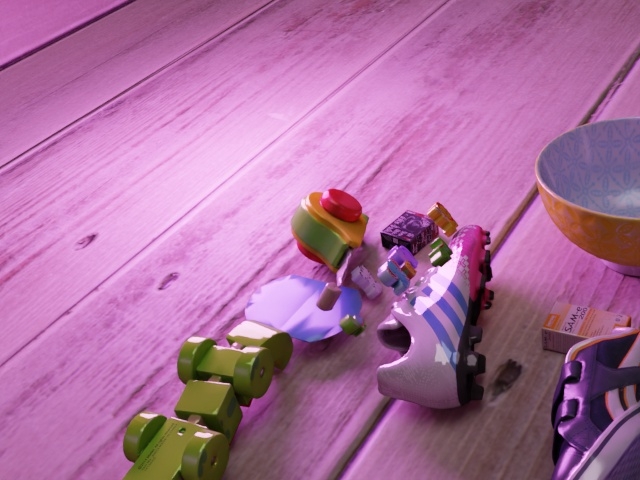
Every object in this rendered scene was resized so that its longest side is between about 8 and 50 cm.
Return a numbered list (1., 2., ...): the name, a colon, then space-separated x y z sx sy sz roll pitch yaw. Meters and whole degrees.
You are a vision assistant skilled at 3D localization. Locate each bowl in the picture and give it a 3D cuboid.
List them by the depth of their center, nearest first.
1. bowl: 0.454 -0.045 1.172 0.290 0.156 0.289 -8 34 5

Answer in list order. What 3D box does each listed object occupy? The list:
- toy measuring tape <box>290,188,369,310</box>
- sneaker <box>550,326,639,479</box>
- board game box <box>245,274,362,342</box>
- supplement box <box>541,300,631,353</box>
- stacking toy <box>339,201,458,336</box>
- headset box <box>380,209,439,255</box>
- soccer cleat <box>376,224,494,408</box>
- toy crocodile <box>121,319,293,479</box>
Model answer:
1. toy measuring tape: 0.000 0.000 1.247 0.122 0.121 0.330 -3 21 12
2. sneaker: 0.300 0.198 0.887 0.127 0.126 0.321 23 36 35
3. board game box: -0.024 0.108 1.195 0.169 0.033 0.133 12 36 28
4. supplement box: 0.343 0.118 1.069 0.098 0.036 0.062 10 38 30
5. stacking toy: 0.104 0.035 1.121 0.167 0.052 0.221 -42 3 19
6. headset box: 0.146 -0.014 1.333 0.062 0.032 0.083 20 43 37
7. soccer cleat: 0.153 0.084 1.106 0.143 0.116 0.331 0 35 17
8. toy crocodile: -0.141 0.220 1.020 0.115 0.105 0.340 5 41 25
